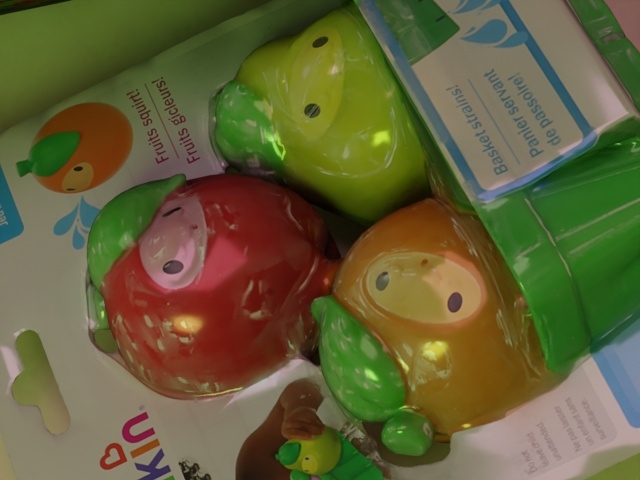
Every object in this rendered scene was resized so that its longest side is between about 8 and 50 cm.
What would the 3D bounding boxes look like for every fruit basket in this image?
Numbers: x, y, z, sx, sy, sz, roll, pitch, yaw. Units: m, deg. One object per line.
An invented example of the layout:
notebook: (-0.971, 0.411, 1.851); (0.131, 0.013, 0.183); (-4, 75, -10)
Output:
fruit basket: (0.000, 0.000, 0.900); (0.353, 0.165, 0.327); (-22, 56, -5)

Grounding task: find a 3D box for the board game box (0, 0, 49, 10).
board game box: (-0.145, -0.163, 0.984); (0.336, 0.254, 0.079); (-12, 96, -2)
